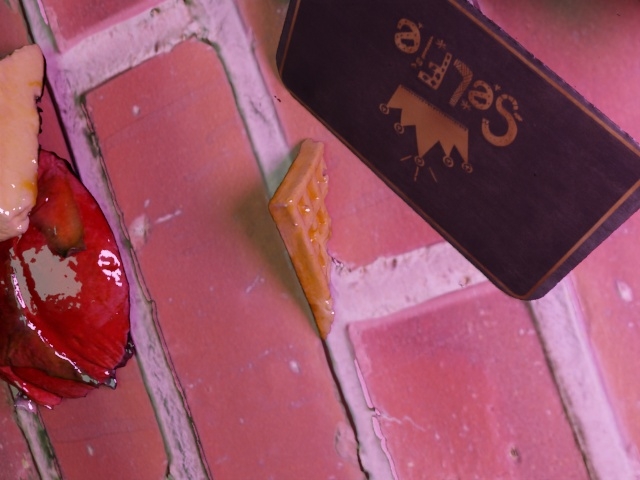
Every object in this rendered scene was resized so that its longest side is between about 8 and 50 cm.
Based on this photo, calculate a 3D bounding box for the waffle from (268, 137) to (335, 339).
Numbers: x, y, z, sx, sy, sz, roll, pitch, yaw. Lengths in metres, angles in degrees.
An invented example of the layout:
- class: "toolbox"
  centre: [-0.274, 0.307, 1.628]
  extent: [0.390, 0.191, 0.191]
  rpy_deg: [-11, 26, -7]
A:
- class: "waffle"
  centre: [0.000, 0.000, 0.849]
  extent: [0.032, 0.125, 0.190]
  rpy_deg: [-1, 131, 22]

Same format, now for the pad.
- class: "pad"
  centre: [0.092, -0.117, 0.666]
  extent: [0.375, 0.063, 0.315]
  rpy_deg: [43, 147, 13]

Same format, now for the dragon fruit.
- class: "dragon fruit"
  centre: [-0.360, 0.071, 0.980]
  extent: [0.282, 0.100, 0.343]
  rpy_deg: [27, 109, 14]

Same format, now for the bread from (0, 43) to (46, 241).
- class: "bread"
  centre: [-0.444, -0.107, 0.954]
  extent: [0.264, 0.236, 0.198]
  rpy_deg: [-15, 125, 27]
